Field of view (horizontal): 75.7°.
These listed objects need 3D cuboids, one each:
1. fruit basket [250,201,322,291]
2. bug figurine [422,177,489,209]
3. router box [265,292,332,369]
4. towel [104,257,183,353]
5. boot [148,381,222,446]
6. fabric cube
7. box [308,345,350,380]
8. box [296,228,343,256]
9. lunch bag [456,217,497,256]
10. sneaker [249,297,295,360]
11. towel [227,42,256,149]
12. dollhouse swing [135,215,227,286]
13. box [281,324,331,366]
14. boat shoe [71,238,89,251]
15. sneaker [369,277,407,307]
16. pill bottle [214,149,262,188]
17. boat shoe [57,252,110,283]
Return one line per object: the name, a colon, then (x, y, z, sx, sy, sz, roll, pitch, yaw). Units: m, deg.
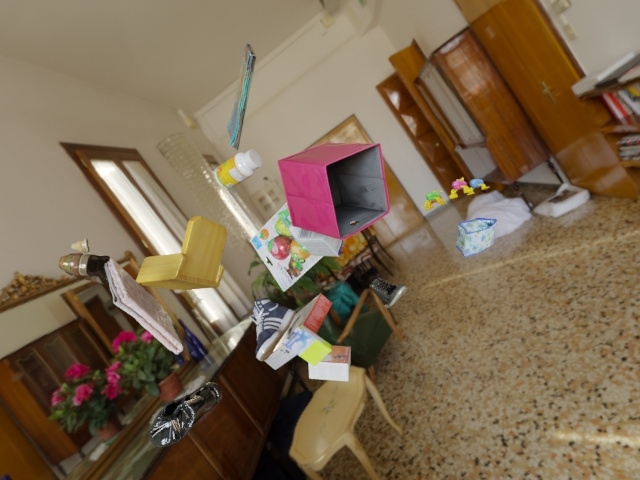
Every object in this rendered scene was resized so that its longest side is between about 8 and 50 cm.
fruit basket: (-0.150, 0.008, 1.937, 0.353, 0.327, 0.165, -41, -19, 15)
bug figurine: (0.550, -0.205, 1.736, 0.278, 0.072, 0.216, -21, -6, 36)
router box: (-0.113, 0.460, 2.082, 0.335, 0.082, 0.301, -45, 7, 39)
towel: (-0.648, 0.239, 1.498, 0.053, 0.317, 0.331, -41, 37, -13)
boot: (-0.397, 0.483, 1.094, 0.246, 0.094, 0.207, -36, -9, 7)
fabric cube: (0.047, -0.181, 1.415, 0.254, 0.259, 0.258, -29, 28, -33)
box: (0.043, 0.531, 1.796, 0.170, 0.091, 0.130, 1, 20, 8)
box: (0.000, 0.000, 1.608, 0.126, 0.137, 0.072, 1, 60, 32)
lunch bag: (0.639, -0.019, 1.673, 0.151, 0.129, 0.096, -13, 39, -6)
sneaker: (-0.206, 0.308, 1.479, 0.099, 0.153, 0.282, -63, -6, 26)
towel: (-0.326, -0.589, 1.680, 0.271, 0.040, 0.370, -113, 36, -54)
dollhouse swing: (-0.659, 0.067, 2.007, 0.314, 0.305, 0.347, -7, -13, 18)
box: (-0.056, 0.423, 1.675, 0.109, 0.178, 0.042, -47, 15, 15)
boat shoe: (-1.183, 0.030, 2.026, 0.072, 0.068, 0.190, -5, -4, -34)
sneaker: (0.256, 0.192, 1.607, 0.083, 0.118, 0.222, -39, -12, -19)
pill bottle: (-0.438, -0.386, 2.210, 0.245, 0.136, 0.136, -25, 9, 28)
boat shoe: (-0.876, 0.096, 1.551, 0.104, 0.111, 0.307, 6, -16, -9)
